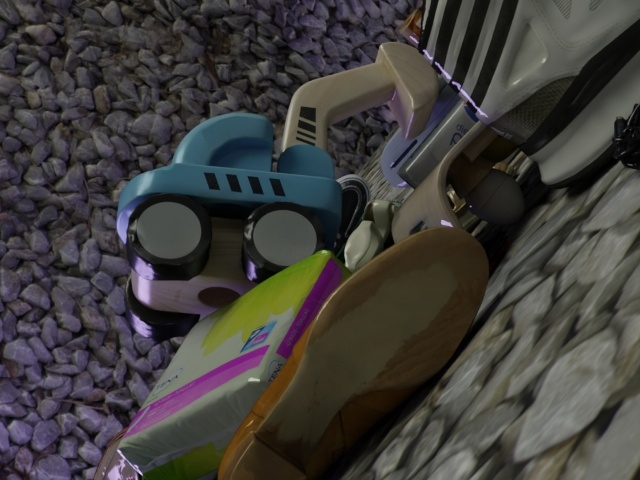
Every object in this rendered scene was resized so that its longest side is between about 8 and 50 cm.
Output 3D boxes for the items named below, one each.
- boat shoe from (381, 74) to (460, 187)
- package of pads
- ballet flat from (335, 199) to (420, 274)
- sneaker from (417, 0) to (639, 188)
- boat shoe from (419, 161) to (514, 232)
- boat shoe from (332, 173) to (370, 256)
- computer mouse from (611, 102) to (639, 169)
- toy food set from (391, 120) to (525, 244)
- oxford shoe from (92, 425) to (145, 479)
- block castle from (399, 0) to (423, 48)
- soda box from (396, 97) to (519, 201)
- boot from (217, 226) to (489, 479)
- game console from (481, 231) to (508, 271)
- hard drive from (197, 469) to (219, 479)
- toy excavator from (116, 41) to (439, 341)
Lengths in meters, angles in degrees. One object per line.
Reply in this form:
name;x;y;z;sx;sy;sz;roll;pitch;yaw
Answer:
boat shoe;0.201;-0.183;1.842;0.094;0.109;0.302;-18;-15;-38
package of pads;-0.088;0.151;1.415;0.296;0.101;0.229;-30;21;42
ballet flat;0.075;0.000;1.556;0.247;0.083;0.087;-59;-24;-48
sneaker;0.253;-0.287;1.015;0.447;0.257;0.169;-50;3;-7
boat shoe;0.156;-0.038;1.318;0.135;0.045;0.050;-50;4;-4
boat shoe;0.000;0.000;2.405;0.301;0.108;0.102;-52;3;1
computer mouse;0.280;-0.135;0.867;0.193;0.042;0.106;-54;-3;21
toy food set;0.203;-0.098;1.184;0.306;0.092;0.220;-44;-3;-12
oxford shoe;-0.283;0.364;1.931;0.348;0.123;0.130;-49;9;33
block castle;0.347;-0.436;1.941;0.453;0.213;0.303;-51;7;2
soda box;0.220;-0.162;1.468;0.286;0.091;0.098;-49;4;0
boot;0.016;0.111;1.027;0.295;0.104;0.211;-49;0;-6
game console;0.083;0.037;1.102;0.124;0.085;0.144;-52;5;-33
hard drive;-0.127;0.257;1.629;0.254;0.054;0.172;-48;4;28
toy excavator;-0.050;-0.097;1.654;0.222;0.433;0.445;105;168;-60
